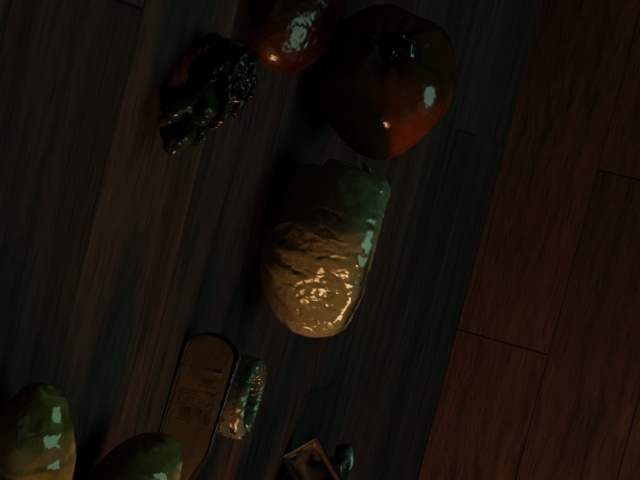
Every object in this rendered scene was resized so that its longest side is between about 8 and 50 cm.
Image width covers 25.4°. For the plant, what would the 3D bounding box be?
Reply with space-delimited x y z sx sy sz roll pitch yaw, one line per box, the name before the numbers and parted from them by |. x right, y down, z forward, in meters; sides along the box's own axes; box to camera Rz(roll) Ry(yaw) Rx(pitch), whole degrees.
plant | -0.113 -0.151 1.439 0.085 0.087 0.174 58 41 -21

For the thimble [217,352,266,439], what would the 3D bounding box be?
thimble | -0.113 0.198 1.820 0.084 0.062 0.109 28 77 -75

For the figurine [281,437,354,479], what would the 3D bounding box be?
figurine | -0.004 0.476 2.364 0.308 0.143 0.308 -38 144 -35

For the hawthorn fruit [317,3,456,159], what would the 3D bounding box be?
hawthorn fruit | 0.083 -0.199 1.946 0.251 0.199 0.199 105 7 -62

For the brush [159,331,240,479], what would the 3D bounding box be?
brush | -0.167 0.267 1.700 0.065 0.070 0.327 31 76 -86

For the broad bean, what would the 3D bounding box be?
broad bean | -0.025 -0.263 1.629 0.114 0.084 0.165 41 60 -35

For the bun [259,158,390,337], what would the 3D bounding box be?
bun | 0.000 0.000 1.874 0.244 0.153 0.243 -165 -90 -84

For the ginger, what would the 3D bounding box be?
ginger | -0.259 0.325 1.343 0.363 0.122 0.348 67 42 -76
